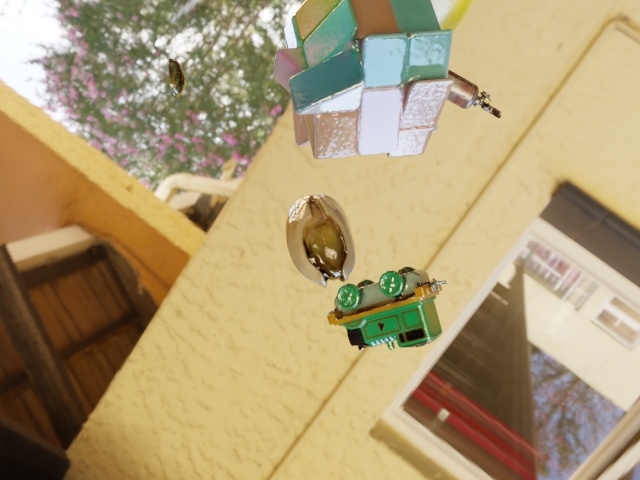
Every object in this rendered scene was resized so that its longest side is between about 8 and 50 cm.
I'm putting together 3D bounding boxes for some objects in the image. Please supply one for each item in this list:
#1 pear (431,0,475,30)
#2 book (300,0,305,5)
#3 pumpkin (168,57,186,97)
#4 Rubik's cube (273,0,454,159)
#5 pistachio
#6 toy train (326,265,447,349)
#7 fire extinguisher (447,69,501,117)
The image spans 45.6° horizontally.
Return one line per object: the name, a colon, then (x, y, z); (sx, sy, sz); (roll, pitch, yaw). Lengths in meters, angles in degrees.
pear: (0.210, -0.641, 1.824); (0.362, 0.362, 0.418); (45, 160, 34)
book: (-0.018, -0.580, 1.742); (0.026, 0.231, 0.157); (7, -129, 9)
pumpkin: (-0.285, -0.328, 1.521); (0.050, 0.028, 0.083); (49, -151, -76)
Rubik's cube: (0.087, -0.360, 1.585); (0.358, 0.387, 0.368); (-8, -175, -12)
pistachio: (0.000, 0.000, 1.570); (0.238, 0.138, 0.153); (-107, -2, -50)
toy train: (0.113, 0.121, 1.273); (0.091, 0.228, 0.136); (-6, -104, -63)
fire extinguisher: (0.371, -0.395, 2.047); (0.252, 0.075, 0.106); (30, -143, -4)
